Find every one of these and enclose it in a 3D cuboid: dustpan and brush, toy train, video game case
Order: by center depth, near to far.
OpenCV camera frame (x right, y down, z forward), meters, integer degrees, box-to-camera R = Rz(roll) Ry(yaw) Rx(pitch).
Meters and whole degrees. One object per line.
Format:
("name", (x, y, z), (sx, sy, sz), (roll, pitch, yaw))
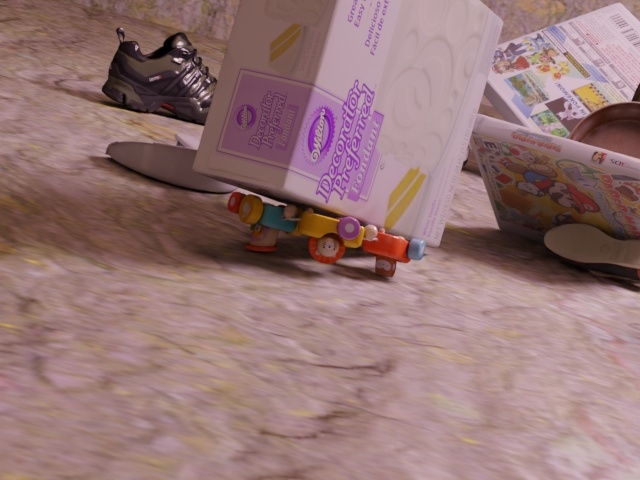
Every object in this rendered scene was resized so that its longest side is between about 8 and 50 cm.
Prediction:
("toy train", (0.000, 0.000, 1.180), (0.166, 0.046, 0.125), (13, -2, 17))
("dustpan and brush", (-0.115, -0.081, 1.385), (0.147, 0.060, 0.211), (7, 13, -30))
("video game case", (0.270, -0.043, 1.466), (0.206, 0.026, 0.227), (19, -21, 25))
("video game case", (0.425, -0.207, 2.051), (0.300, 0.036, 0.329), (-21, 56, -21))

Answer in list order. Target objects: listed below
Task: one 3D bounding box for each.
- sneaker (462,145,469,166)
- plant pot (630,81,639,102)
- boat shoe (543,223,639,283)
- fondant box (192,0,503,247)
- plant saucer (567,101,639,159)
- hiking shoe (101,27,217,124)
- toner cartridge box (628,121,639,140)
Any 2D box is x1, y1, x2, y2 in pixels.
("sneaker", (0.131, -0.204, 1.993), (0.124, 0.178, 0.295), (22, 14, 38))
("plant pot", (0.545, -0.153, 1.798), (0.323, 0.323, 0.280), (14, 17, 0))
("boat shoe", (0.305, 0.017, 1.460), (0.137, 0.049, 0.043), (11, -30, 27))
("fondant box", (0.038, -0.136, 1.222), (0.096, 0.238, 0.330), (16, -1, 29))
("plant saucer", (0.357, -0.076, 1.568), (0.168, 0.168, 0.029), (14, -14, 2))
("hiking shoe", (-0.181, -0.225, 1.881), (0.227, 0.114, 0.086), (8, 13, -27))
("toner cartridge box", (0.538, -0.071, 1.638), (0.348, 0.165, 0.075), (-1, 16, 5))
